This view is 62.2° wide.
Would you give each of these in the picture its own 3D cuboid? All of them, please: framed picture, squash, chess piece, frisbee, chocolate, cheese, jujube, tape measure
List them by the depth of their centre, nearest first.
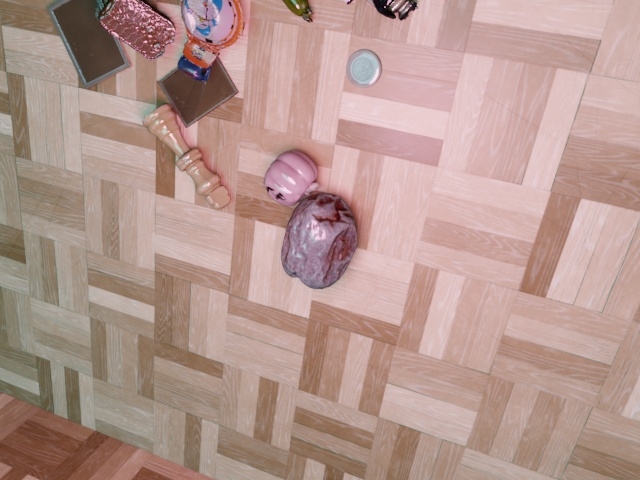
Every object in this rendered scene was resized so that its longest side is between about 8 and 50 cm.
[{"bbox_3d":[0.151,-0.697,1.399,0.115,0.207,0.235,-39,92,26],"label":"tape measure"},{"bbox_3d":[-0.108,-0.779,1.536,0.071,0.080,0.318,2,116,61],"label":"squash"},{"bbox_3d":[0.128,-0.512,1.585,0.110,0.014,0.110,8,113,18],"label":"frisbee"},{"bbox_3d":[-0.348,-0.654,1.636,0.217,0.129,0.329,31,124,-1],"label":"cheese"},{"bbox_3d":[-0.576,-0.690,1.686,0.214,0.093,0.148,31,113,-37],"label":"chocolate"},{"bbox_3d":[-0.008,-0.004,1.710,0.215,0.246,0.308,35,114,39],"label":"jujube"},{"bbox_3d":[-0.412,-0.515,1.783,0.250,0.016,0.184,-26,100,27],"label":"framed picture"},{"bbox_3d":[-0.450,-0.278,1.840,0.117,0.117,0.397,-32,99,28],"label":"chess piece"},{"bbox_3d":[-0.803,-0.709,1.848,0.232,0.019,0.296,-13,106,25],"label":"framed picture"}]

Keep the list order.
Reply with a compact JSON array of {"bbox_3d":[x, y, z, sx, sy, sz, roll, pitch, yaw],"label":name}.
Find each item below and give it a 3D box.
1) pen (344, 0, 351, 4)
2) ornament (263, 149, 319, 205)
[{"bbox_3d":[-0.001,-0.784,1.514,0.033,0.033,0.269,-39,94,28],"label":"pen"},{"bbox_3d":[-0.088,-0.194,1.703,0.177,0.177,0.178,7,113,17],"label":"ornament"}]
